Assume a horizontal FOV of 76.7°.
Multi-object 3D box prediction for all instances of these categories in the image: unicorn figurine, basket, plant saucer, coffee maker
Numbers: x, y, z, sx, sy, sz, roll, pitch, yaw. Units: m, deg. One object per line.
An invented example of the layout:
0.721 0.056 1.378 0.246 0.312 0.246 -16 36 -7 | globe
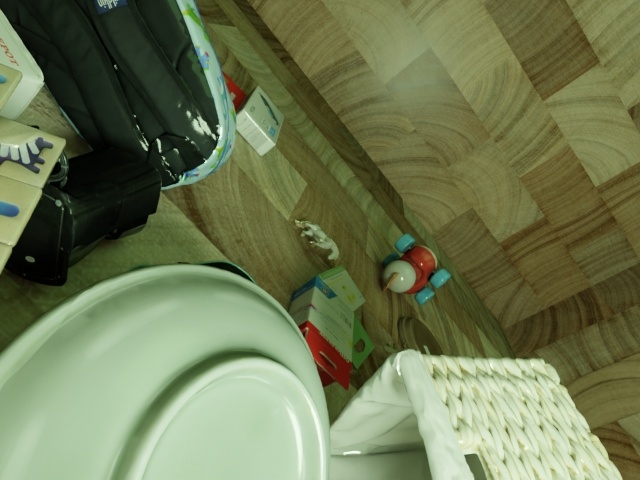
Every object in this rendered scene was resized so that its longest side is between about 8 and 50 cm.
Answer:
0.000 0.000 1.131 0.111 0.060 0.161 7 51 -61 | unicorn figurine
0.180 0.362 0.521 0.267 0.331 0.328 7 43 -23 | basket
0.352 0.372 1.341 0.278 0.041 0.277 43 25 -27 | plant saucer
-0.098 0.214 0.365 0.401 0.101 0.400 17 67 -46 | plant saucer
-0.278 -0.054 0.493 0.120 0.171 0.178 44 23 -10 | coffee maker

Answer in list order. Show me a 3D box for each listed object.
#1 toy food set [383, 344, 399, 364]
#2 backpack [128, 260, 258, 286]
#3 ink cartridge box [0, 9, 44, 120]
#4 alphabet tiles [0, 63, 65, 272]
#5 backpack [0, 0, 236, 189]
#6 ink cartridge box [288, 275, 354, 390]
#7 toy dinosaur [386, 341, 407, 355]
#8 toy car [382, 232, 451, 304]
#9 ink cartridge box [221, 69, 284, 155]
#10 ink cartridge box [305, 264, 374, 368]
0.197 0.375 1.036 0.132 0.039 0.192 33 37 -30 | toy food set
-0.161 0.113 0.520 0.188 0.144 0.165 -13 68 -48 | backpack
-0.476 -0.236 0.462 0.158 0.092 0.218 56 23 3 | ink cartridge box
-0.392 -0.071 0.271 0.343 0.011 0.285 19 58 -23 | alphabet tiles
-0.281 -0.258 0.659 0.355 0.290 0.273 62 2 -1 | backpack
-0.003 0.193 0.821 0.134 0.078 0.231 47 23 -16 | ink cartridge box
0.247 0.356 1.157 0.183 0.053 0.093 48 37 2 | toy dinosaur
0.286 0.130 1.433 0.238 0.210 0.219 -22 61 -38 | toy car
-0.234 -0.429 1.269 0.261 0.066 0.296 45 23 -25 | ink cartridge box
0.072 0.183 1.026 0.235 0.056 0.171 56 21 9 | ink cartridge box
